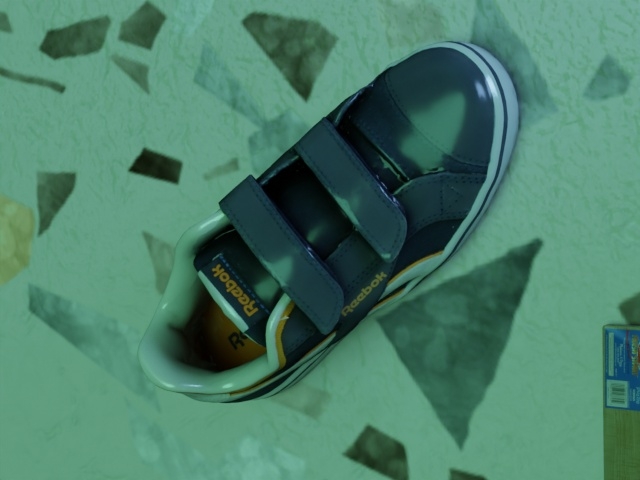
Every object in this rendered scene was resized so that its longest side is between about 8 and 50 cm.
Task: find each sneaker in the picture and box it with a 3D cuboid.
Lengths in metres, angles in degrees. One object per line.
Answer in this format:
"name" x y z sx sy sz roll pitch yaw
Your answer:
"sneaker" 0.000 0.000 0.995 0.126 0.127 0.321 49 116 21

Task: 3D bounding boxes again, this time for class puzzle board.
"puzzle board" 0.223 0.117 0.927 0.096 0.011 0.128 1 95 34
